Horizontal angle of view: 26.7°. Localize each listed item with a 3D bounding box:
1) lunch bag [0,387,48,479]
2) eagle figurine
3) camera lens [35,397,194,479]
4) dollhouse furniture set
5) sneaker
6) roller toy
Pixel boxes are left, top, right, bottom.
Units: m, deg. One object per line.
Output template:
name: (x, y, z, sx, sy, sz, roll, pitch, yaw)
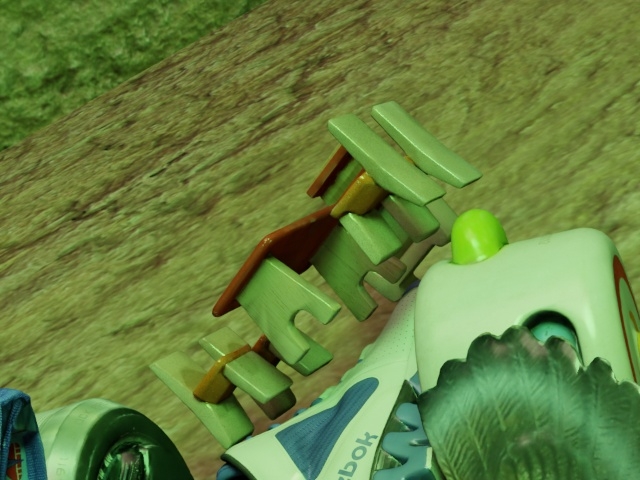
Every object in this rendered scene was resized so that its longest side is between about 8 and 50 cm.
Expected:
lunch bag: (-0.260, 0.211, 0.752, 0.221, 0.293, 0.138, -6, -11, 16)
eagle figurine: (0.090, 0.220, 0.663, 0.226, 0.225, 0.298, -18, 29, 37)
camera lens: (-0.220, 0.236, 0.906, 0.274, 0.219, 0.219, -15, 25, 16)
dollhouse furniture set: (0.000, 0.000, 1.067, 0.262, 0.135, 0.259, -53, -13, 26)
sneaker: (0.021, 0.146, 1.002, 0.182, 0.127, 0.315, -12, 27, 17)
roller toy: (0.159, 0.094, 0.917, 0.146, 0.209, 0.191, -14, 40, 17)
